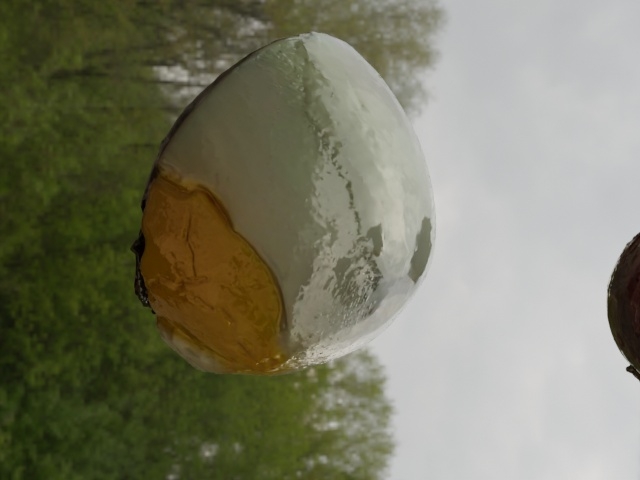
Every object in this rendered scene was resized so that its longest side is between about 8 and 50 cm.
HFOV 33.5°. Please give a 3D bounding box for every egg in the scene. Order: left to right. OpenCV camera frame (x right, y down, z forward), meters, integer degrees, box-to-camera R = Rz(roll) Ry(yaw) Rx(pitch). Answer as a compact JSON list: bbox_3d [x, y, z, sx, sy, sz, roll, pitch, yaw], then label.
[{"bbox_3d":[0.000,0.000,0.980,0.201,0.337,0.337,37,-45,31],"label":"egg"}]

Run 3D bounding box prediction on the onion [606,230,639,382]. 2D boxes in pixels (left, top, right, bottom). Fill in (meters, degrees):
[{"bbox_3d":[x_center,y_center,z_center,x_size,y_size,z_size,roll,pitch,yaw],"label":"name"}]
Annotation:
[{"bbox_3d":[0.525,0.096,1.375,0.282,0.336,0.260,-58,180,6],"label":"onion"}]
